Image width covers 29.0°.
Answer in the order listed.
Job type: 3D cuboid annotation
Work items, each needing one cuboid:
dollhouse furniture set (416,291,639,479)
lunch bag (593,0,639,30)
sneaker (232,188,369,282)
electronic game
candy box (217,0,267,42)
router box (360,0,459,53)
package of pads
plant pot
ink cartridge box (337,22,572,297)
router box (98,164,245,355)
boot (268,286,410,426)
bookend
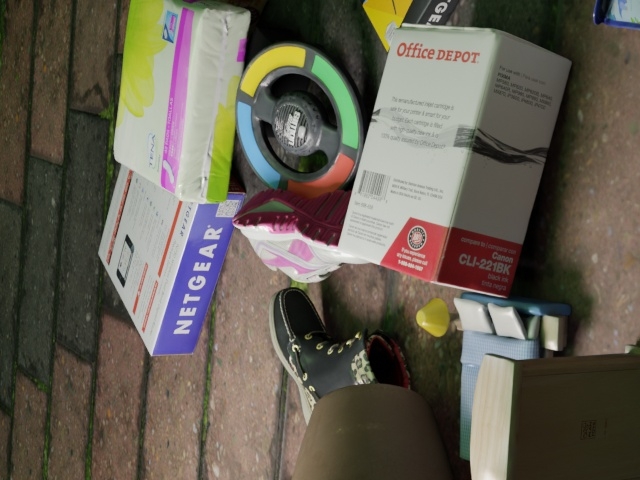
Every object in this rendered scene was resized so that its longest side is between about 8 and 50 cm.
[{"bbox_3d":[0.172,0.209,1.296,0.303,0.198,0.286,10,98,58],"label":"dollhouse furniture set"},{"bbox_3d":[0.315,-0.263,1.177,0.151,0.096,0.129,-129,45,-71],"label":"lunch bag"},{"bbox_3d":[0.000,0.000,1.685,0.252,0.103,0.111,11,139,44],"label":"sneaker"},{"bbox_3d":[-0.029,-0.161,1.704,0.229,0.048,0.229,14,113,36],"label":"electronic game"},{"bbox_3d":[-0.142,-0.439,1.917,0.316,0.087,0.183,-59,44,40],"label":"candy box"},{"bbox_3d":[0.121,-0.327,1.527,0.179,0.046,0.133,-59,43,40],"label":"router box"},{"bbox_3d":[-0.216,-0.227,1.872,0.229,0.101,0.296,30,116,49],"label":"package of pads"},{"bbox_3d":[0.059,0.301,1.462,0.263,0.263,0.229,-47,34,48],"label":"plant pot"},{"bbox_3d":[0.145,-0.093,1.383,0.197,0.114,0.273,19,96,57],"label":"ink cartridge box"},{"bbox_3d":[-0.264,-0.024,2.117,0.301,0.082,0.335,54,133,44],"label":"router box"},{"bbox_3d":[0.026,0.142,1.645,0.178,0.085,0.236,-43,61,47],"label":"boot"},{"bbox_3d":[-0.084,-0.257,1.834,0.157,0.072,0.156,53,134,44],"label":"bookend"}]
